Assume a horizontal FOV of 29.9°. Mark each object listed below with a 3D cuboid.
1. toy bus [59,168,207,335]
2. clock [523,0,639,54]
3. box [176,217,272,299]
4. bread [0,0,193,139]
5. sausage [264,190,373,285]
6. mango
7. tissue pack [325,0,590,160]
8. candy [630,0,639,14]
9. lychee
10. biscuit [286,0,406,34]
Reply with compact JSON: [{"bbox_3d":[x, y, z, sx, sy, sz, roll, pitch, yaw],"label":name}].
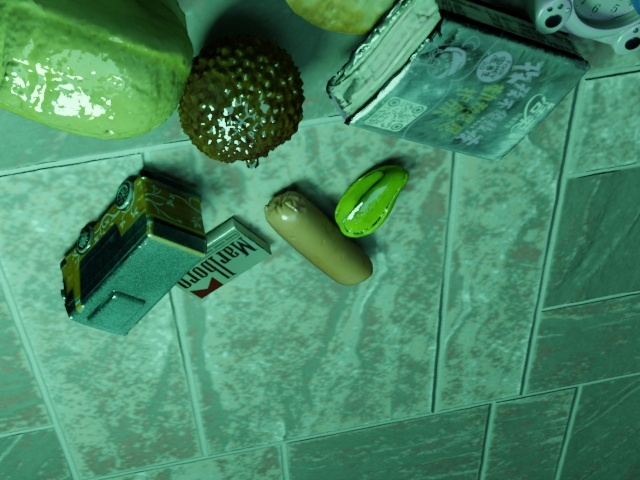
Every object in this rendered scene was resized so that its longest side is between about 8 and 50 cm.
[{"bbox_3d":[-0.326,0.029,2.068,0.138,0.167,0.275,22,129,-37],"label":"toy bus"},{"bbox_3d":[0.458,-0.418,1.857,0.227,0.090,0.248,9,133,-26],"label":"clock"},{"bbox_3d":[-0.193,0.035,2.218,0.177,0.036,0.115,-32,138,19],"label":"box"},{"bbox_3d":[-0.336,-0.261,1.623,0.320,0.320,0.237,11,118,-28],"label":"bread"},{"bbox_3d":[-0.001,0.000,2.202,0.086,0.086,0.289,-30,139,18],"label":"sausage"},{"bbox_3d":[0.093,-0.076,2.155,0.091,0.074,0.165,32,111,-36],"label":"mango"},{"bbox_3d":[0.226,-0.257,1.917,0.361,0.122,0.259,7,139,-39],"label":"tissue pack"},{"bbox_3d":[0.442,-0.478,1.699,0.187,0.077,0.331,-38,98,20],"label":"candy"},{"bbox_3d":[-0.120,-0.210,1.841,0.200,0.200,0.238,-13,134,-2],"label":"lychee"},{"bbox_3d":[0.071,-0.397,1.791,0.308,0.040,0.205,-2,138,-17],"label":"biscuit"}]
